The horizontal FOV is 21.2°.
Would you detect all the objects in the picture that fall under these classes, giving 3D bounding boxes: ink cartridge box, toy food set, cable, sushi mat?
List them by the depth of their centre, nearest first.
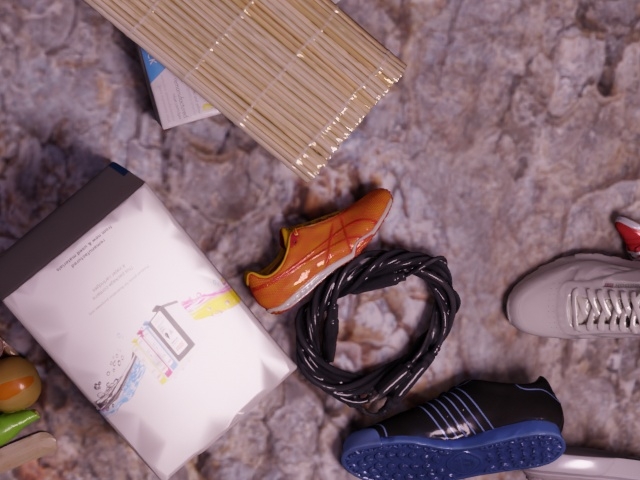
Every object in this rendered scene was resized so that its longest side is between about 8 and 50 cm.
[{"bbox_3d":[-0.082,-0.207,1.604,0.316,0.019,0.151,39,90,-12],"label":"sushi mat"},{"bbox_3d":[-0.171,0.073,1.613,0.168,0.171,0.232,-40,108,-7],"label":"ink cartridge box"},{"bbox_3d":[-0.337,0.143,1.642,0.132,0.038,0.192,-24,104,-12],"label":"toy food set"},{"bbox_3d":[-0.082,-0.183,1.650,0.181,0.061,0.104,-17,103,-8],"label":"ink cartridge box"},{"bbox_3d":[0.060,0.081,1.753,0.150,0.047,0.184,39,91,-17],"label":"cable"}]

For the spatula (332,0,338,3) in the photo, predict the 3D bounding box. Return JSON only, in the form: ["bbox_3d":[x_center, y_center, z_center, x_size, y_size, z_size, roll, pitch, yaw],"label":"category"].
[{"bbox_3d":[-0.011,-0.368,1.675,0.168,0.019,0.242,-42,108,-6],"label":"spatula"}]

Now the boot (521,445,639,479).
[{"bbox_3d":[0.321,0.292,1.835,0.258,0.095,0.123,11,88,-19],"label":"boot"}]

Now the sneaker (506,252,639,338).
[{"bbox_3d":[0.309,0.064,1.773,0.235,0.095,0.090,-5,103,8],"label":"sneaker"}]

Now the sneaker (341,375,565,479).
[{"bbox_3d":[0.136,0.194,1.779,0.232,0.090,0.081,-5,135,3],"label":"sneaker"}]

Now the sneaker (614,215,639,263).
[{"bbox_3d":[0.344,0.030,1.832,0.118,0.042,0.067,41,82,-20],"label":"sneaker"}]

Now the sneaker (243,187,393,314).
[{"bbox_3d":[0.000,0.000,1.713,0.175,0.064,0.067,-39,98,-11],"label":"sneaker"}]
